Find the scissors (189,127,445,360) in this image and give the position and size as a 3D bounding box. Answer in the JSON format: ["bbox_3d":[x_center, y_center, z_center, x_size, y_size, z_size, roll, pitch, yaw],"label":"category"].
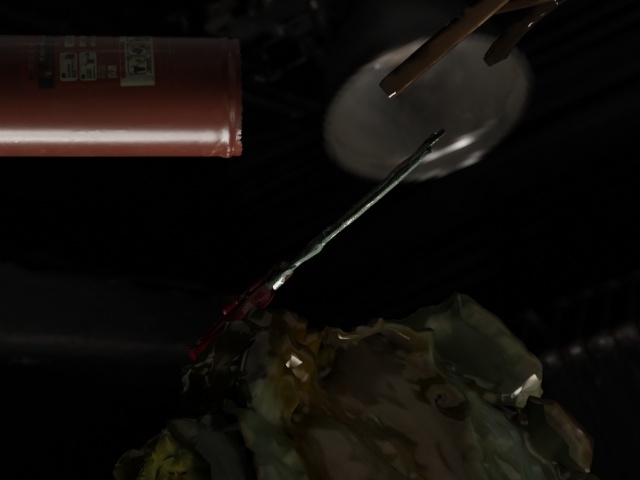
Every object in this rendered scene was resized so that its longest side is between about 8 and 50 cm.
[{"bbox_3d":[0.000,0.000,1.054,0.017,0.248,0.144,47,-162,-4],"label":"scissors"}]

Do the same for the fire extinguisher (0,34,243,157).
[{"bbox_3d":[-0.233,-0.142,1.137,0.106,0.337,0.147,-121,32,-76],"label":"fire extinguisher"}]

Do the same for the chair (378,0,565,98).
[{"bbox_3d":[0.142,-0.246,0.851,0.160,0.319,0.186,54,-143,8],"label":"chair"}]

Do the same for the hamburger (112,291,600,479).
[{"bbox_3d":[0.020,0.153,0.408,0.168,0.192,0.288,-4,-129,-39],"label":"hamburger"}]
